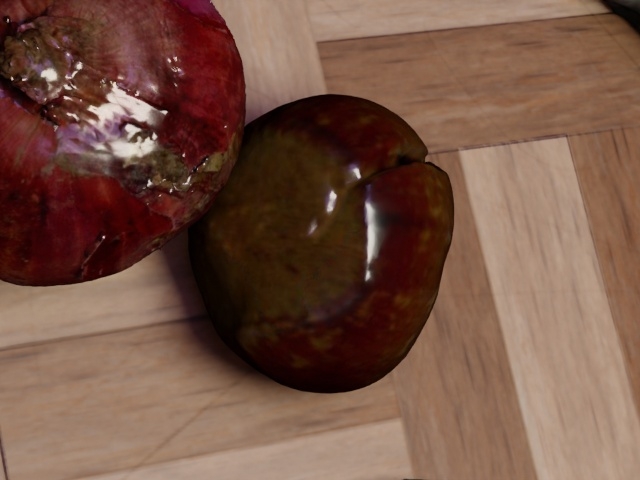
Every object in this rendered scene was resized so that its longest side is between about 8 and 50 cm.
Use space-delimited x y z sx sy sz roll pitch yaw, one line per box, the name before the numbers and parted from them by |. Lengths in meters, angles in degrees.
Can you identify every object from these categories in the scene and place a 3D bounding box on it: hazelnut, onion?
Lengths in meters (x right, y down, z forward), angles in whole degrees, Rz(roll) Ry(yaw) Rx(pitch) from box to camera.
hazelnut | 0.000 0.000 1.412 0.218 0.218 0.234 14 91 -16
onion | -0.190 -0.102 1.304 0.276 0.276 0.276 5 74 -19

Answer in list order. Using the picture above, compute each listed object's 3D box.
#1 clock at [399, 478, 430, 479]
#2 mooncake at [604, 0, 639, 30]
clock | 0.075 0.304 1.424 0.226 0.049 0.226 6 73 -20
mooncake | 0.457 -0.208 1.630 0.381 0.212 0.350 46 59 -6
